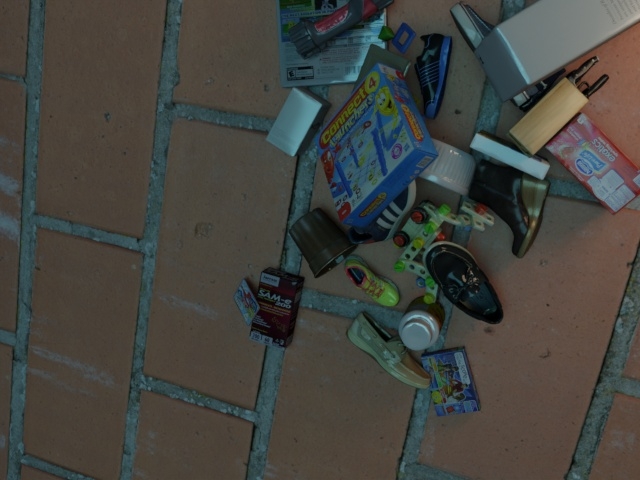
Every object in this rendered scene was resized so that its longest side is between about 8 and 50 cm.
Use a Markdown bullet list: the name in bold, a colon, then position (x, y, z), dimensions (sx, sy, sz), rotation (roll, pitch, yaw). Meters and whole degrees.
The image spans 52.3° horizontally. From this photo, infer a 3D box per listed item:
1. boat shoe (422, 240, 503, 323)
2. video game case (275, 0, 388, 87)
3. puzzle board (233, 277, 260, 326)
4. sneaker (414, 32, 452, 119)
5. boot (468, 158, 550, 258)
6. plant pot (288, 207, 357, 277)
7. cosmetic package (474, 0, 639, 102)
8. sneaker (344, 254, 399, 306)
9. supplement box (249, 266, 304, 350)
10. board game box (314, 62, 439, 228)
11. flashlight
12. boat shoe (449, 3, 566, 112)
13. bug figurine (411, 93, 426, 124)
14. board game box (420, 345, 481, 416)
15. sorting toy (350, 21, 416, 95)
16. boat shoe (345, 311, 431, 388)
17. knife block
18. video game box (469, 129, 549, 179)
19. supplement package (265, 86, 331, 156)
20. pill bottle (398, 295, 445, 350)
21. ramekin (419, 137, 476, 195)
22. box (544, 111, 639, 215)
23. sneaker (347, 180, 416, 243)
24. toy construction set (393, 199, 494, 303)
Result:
- **boat shoe**: position (0.404, 0.130, 1.796), dimensions (0.127, 0.113, 0.340), rotation (-36, 126, 8)
- **video game case**: position (0.033, -0.606, 1.892), dimensions (0.329, 0.036, 0.299), rotation (1, 102, 18)
- **puzzle board**: position (-0.243, 0.201, 2.117), dimensions (0.128, 0.011, 0.096), rotation (58, 131, 33)
- **sneaker**: position (0.304, -0.458, 1.818), dimensions (0.091, 0.081, 0.232), rotation (12, 98, 18)
- **boot**: position (0.519, -0.091, 1.840), dimensions (0.207, 0.090, 0.248), rotation (21, 112, 27)
- **plant pot**: position (0.000, 0.000, 1.974), dimensions (0.167, 0.167, 0.165), rotation (-41, 79, 21)
- **cosmetic package**: position (0.619, -0.528, 1.552), dimensions (0.453, 0.230, 0.161), rotation (-30, 91, 2)
- **sneaker**: position (0.148, 0.135, 1.982), dimensions (0.208, 0.094, 0.081), rotation (37, 108, 6)
- **supplement box**: position (-0.142, 0.220, 2.103), dimensions (0.130, 0.073, 0.239), rotation (15, 105, 15)
- **board game box**: position (0.132, -0.244, 1.697), dimensions (0.308, 0.086, 0.301), rotation (-46, 48, 38)
- **flashlight**: position (0.051, -0.630, 1.810), dimensions (0.304, 0.103, 0.103), rotation (-23, 67, 22)
- **boat shoe**: position (0.500, -0.521, 1.728), dimensions (0.158, 0.127, 0.340), rotation (-37, 97, 14)
- **bug figurine**: position (0.178, -0.307, 1.844), dimensions (0.279, 0.072, 0.216), rotation (-45, 45, 21)
- **board game box**: position (0.400, 0.433, 1.997), dimensions (0.136, 0.035, 0.201), rotation (-13, 97, 20)
- **sorting toy**: position (0.168, -0.430, 1.803), dimensions (0.196, 0.047, 0.347), rotation (43, 118, 46)
- **boat shoe**: position (0.221, 0.336, 1.994), dimensions (0.302, 0.109, 0.098), rotation (37, 105, 17)
- **knife block**: position (0.610, -0.348, 1.650), dimensions (0.088, 0.276, 0.242), rotation (46, 127, 5)
- **video game box**: position (0.508, -0.232, 1.741), dimensions (0.205, 0.187, 0.048), rotation (27, 106, 10)
- **supplement package**: position (-0.064, -0.354, 1.939), dimensions (0.105, 0.105, 0.179), rotation (34, 110, 9)
- **pill bottle**: position (0.294, 0.243, 1.894), dimensions (0.117, 0.215, 0.117), rotation (4, 103, 17)
- **ramekin**: position (0.328, -0.211, 1.798), dimensions (0.207, 0.207, 0.109), rotation (24, 98, 11)
- **box**: position (0.724, -0.205, 1.712), dimensions (0.257, 0.122, 0.128), rotation (46, 110, 4)
- **sneaker**: position (0.155, -0.098, 1.809), dimensions (0.350, 0.148, 0.131), rotation (101, 148, -53)
- **toy construction set**: position (0.330, 0.006, 1.851), dimensions (0.215, 0.151, 0.327), rotation (40, 117, 9)
